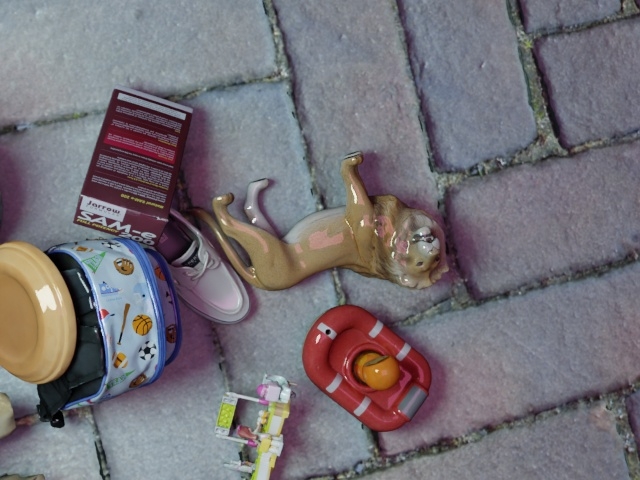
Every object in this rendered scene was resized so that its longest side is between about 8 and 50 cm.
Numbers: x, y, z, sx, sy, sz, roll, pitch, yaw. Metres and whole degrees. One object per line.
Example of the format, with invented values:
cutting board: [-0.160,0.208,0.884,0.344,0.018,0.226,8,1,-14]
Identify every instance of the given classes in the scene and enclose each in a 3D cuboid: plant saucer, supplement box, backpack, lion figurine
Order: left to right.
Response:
plant saucer: [-0.408,0.101,1.325,0.037,0.200,0.200,-17,92,-52]
backpack: [-0.318,0.116,1.417,0.213,0.263,0.276,-18,92,-31]
supplement box: [-0.278,-0.115,1.476,0.130,0.073,0.239,17,48,-12]
lion figurine: [0.000,0.000,1.586,0.392,0.142,0.240,-15,98,-1]

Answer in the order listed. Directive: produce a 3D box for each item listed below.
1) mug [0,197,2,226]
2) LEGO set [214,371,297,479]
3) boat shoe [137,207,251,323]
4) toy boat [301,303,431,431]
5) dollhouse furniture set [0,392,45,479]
mug: [-0.618,-0.088,1.317,0.374,0.328,0.276,42,78,-9]
LEGO set: [-0.122,0.342,1.531,0.107,0.132,0.287,14,90,-4]
boat shoe: [-0.207,0.027,1.538,0.096,0.088,0.267,-40,97,-13]
toy boat: [0.081,0.204,1.569,0.231,0.151,0.151,39,78,-9]
dollhouse furniture set: [-0.603,0.286,1.311,0.256,0.394,0.362,-14,91,18]
